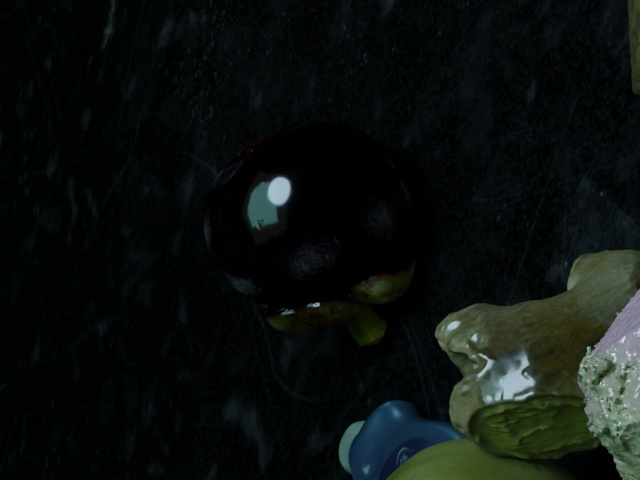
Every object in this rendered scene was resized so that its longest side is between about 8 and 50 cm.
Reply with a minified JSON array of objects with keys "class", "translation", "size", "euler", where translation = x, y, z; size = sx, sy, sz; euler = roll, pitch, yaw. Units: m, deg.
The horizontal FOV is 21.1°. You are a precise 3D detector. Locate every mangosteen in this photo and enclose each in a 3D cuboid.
[{"class":"mangosteen","translation":[0.000,0.000,2.177],"size":[0.275,0.275,0.302],"euler":[-16,104,57]}]

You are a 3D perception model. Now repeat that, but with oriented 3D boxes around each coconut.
[{"class":"coconut","translation":[0.369,0.126,1.497],"size":[0.245,0.233,0.233],"euler":[-25,62,45]}]

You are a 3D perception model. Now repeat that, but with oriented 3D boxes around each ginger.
[{"class":"ginger","translation":[0.249,0.105,1.729],"size":[0.276,0.130,0.221],"euler":[1,61,23]}]

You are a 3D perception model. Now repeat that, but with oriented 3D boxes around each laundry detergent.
[{"class":"laundry detergent","translation":[0.106,0.270,2.050],"size":[0.290,0.094,0.143],"euler":[14,102,59]}]

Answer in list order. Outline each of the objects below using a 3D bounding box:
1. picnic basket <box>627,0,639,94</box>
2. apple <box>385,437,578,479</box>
[{"class":"picnic basket","translation":[0.377,-0.213,1.665],"size":[0.178,0.128,0.137],"euler":[154,118,-66]},{"class":"apple","translation":[0.165,0.332,1.778],"size":[0.262,0.262,0.262],"euler":[-20,66,57]}]
